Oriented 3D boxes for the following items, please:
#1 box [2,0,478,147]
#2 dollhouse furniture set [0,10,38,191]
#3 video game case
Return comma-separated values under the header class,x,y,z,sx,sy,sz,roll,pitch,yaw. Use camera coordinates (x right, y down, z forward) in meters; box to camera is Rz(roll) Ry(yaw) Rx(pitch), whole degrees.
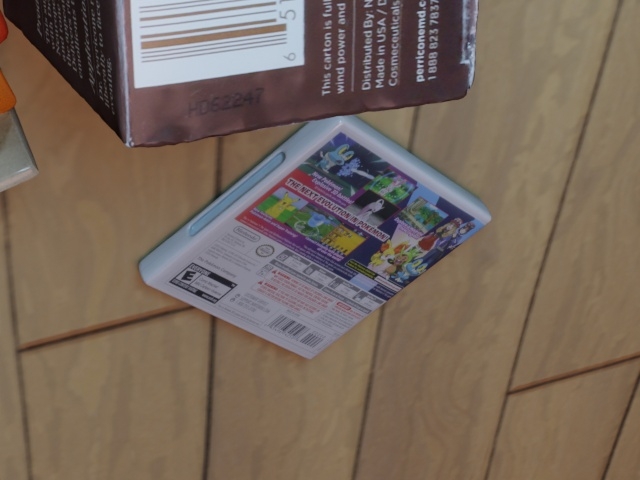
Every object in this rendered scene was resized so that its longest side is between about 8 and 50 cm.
class,x,y,z,sx,sy,sz,roll,pitch,yaw
box,-0.046,-0.162,0.800,0.167,0.203,0.168,-11,118,-21
dollhouse furniture set,-0.283,-0.077,0.860,0.259,0.135,0.262,-24,146,-4
video game case,0.000,0.000,1.244,0.183,0.023,0.201,-38,143,18
